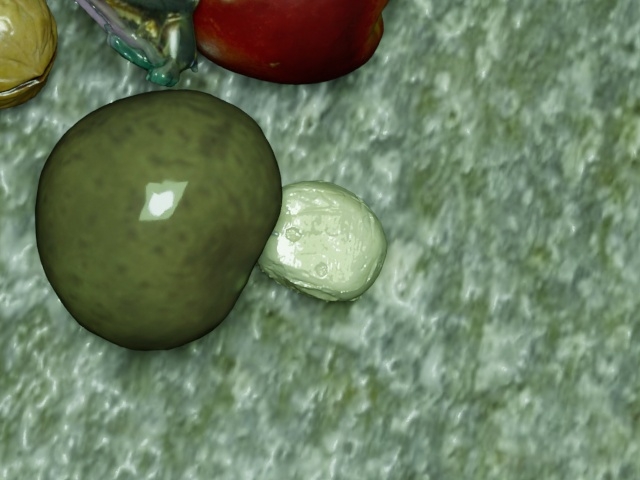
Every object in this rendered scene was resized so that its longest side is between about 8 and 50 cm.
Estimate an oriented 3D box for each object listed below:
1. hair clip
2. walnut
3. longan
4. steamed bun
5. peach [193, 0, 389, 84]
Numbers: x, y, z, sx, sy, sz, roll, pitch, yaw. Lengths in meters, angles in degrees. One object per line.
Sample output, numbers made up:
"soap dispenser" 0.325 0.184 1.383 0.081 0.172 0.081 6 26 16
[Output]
"hair clip" -0.242 -0.271 1.598 0.358 0.096 0.110 35 60 25
"walnut" -0.331 -0.205 1.587 0.180 0.144 0.144 36 79 12
"longan" -0.156 -0.019 1.544 0.215 0.246 0.246 -17 81 -52
"steamed bun" 0.000 0.000 1.620 0.130 0.091 0.113 20 84 -6
"peach" -0.035 -0.270 1.603 0.243 0.199 0.244 3 73 -9
